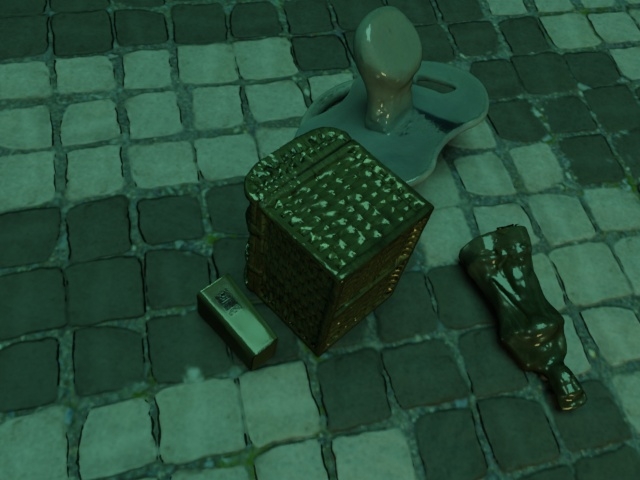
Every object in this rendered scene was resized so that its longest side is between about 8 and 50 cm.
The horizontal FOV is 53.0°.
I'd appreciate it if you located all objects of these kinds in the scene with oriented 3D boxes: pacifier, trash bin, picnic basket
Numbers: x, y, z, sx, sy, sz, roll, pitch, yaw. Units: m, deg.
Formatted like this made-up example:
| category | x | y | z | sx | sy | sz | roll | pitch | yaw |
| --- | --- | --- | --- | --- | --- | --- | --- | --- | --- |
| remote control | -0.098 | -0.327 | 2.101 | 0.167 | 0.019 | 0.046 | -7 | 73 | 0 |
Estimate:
| category | x | y | z | sx | sy | sz | roll | pitch | yaw |
| --- | --- | --- | --- | --- | --- | --- | --- | --- | --- |
| pacifier | 0.072 | -0.183 | 0.790 | 0.228 | 0.207 | 0.279 | 28 | 59 | 29 |
| trash bin | -0.088 | 0.090 | 0.693 | 0.043 | 0.061 | 0.092 | -37 | 73 | -24 |
| picnic basket | 0.000 | 0.000 | 0.677 | 0.134 | 0.196 | 0.154 | -37 | 70 | -24 |

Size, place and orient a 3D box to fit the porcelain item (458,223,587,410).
| category | x | y | z | sx | sy | sz | roll | pitch | yaw |
| --- | --- | --- | --- | --- | --- | --- | --- | --- | --- |
| porcelain item | 0.236 | 0.091 | 0.736 | 0.081 | 0.069 | 0.215 | -12 | 67 | -19 |
